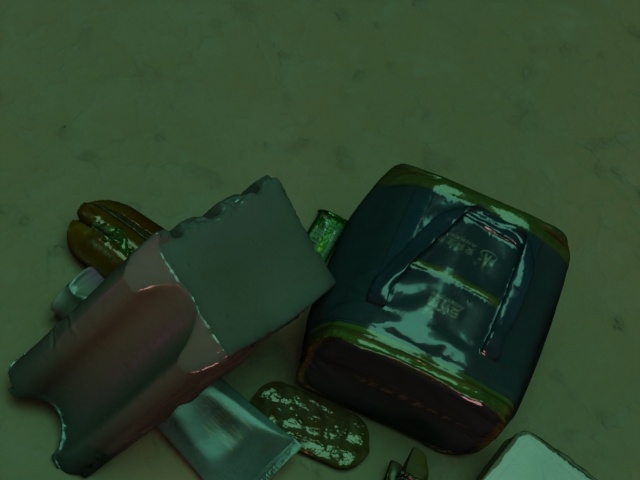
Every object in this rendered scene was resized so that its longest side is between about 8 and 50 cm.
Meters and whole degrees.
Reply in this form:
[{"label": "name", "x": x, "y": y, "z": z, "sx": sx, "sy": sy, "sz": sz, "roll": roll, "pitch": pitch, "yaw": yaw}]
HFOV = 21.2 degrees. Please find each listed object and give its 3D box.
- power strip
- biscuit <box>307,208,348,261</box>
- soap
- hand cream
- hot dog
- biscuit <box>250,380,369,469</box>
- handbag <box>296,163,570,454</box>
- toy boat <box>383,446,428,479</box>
[{"label": "power strip", "x": 0.236, "y": 0.346, "z": 1.910, "sx": 0.198, "sy": 0.064, "sz": 0.213, "roll": 39, "pitch": 74, "yaw": 5}, {"label": "biscuit", "x": 0.000, "y": 0.000, "z": 2.057, "sx": 0.046, "sy": 0.016, "sz": 0.089, "roll": 30, "pitch": 60, "yaw": 0}, {"label": "soap", "x": -0.159, "y": 0.091, "z": 1.863, "sx": 0.159, "sy": 0.302, "sz": 0.258, "roll": 53, "pitch": 38, "yaw": 1}, {"label": "hand cream", "x": -0.170, "y": 0.162, "z": 1.898, "sx": 0.312, "sy": 0.070, "sz": 0.111, "roll": 42, "pitch": 80, "yaw": 8}, {"label": "hot dog", "x": -0.180, "y": 0.037, "z": 1.959, "sx": 0.249, "sy": 0.068, "sz": 0.100, "roll": 36, "pitch": 61, "yaw": 6}, {"label": "biscuit", "x": -0.011, "y": 0.210, "z": 1.942, "sx": 0.147, "sy": 0.018, "sz": 0.071, "roll": 25, "pitch": 58, "yaw": -2}, {"label": "handbag", "x": 0.129, "y": 0.079, "z": 1.934, "sx": 0.263, "sy": 0.222, "sz": 0.241, "roll": 24, "pitch": 64, "yaw": -4}, {"label": "toy boat", "x": 0.028, "y": 0.353, "z": 1.835, "sx": 0.115, "sy": 0.089, "sz": 0.310, "roll": 40, "pitch": 60, "yaw": -3}]
